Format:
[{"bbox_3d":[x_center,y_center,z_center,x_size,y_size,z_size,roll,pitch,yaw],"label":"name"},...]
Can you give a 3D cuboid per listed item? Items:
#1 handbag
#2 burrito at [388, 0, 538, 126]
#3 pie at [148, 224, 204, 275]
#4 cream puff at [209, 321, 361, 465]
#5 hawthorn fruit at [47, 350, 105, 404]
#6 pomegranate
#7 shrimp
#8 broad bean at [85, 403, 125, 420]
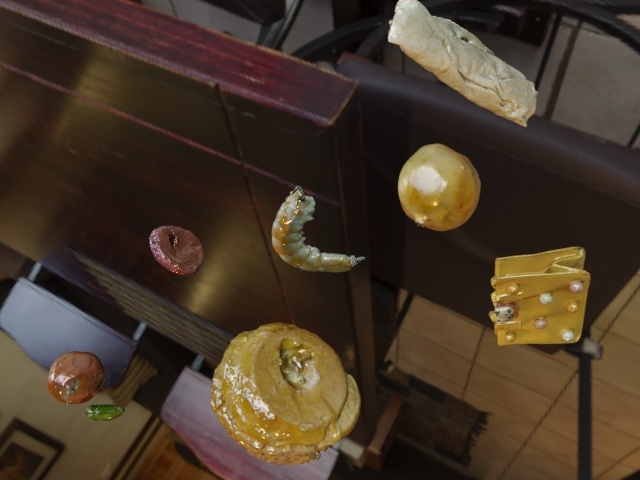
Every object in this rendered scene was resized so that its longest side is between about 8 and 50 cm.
[{"bbox_3d":[0.665,0.193,1.975,0.283,0.133,0.401,-5,140,10],"label":"handbag"},{"bbox_3d":[0.280,-0.338,1.227,0.392,0.117,0.076,21,167,-30],"label":"burrito"},{"bbox_3d":[-0.434,0.028,1.952,0.182,0.182,0.049,38,124,-13],"label":"pie"},{"bbox_3d":[-0.090,0.362,1.497,0.343,0.327,0.231,19,133,-23],"label":"cream puff"},{"bbox_3d":[-0.649,0.359,1.693,0.149,0.149,0.189,31,161,2],"label":"hawthorn fruit"},{"bbox_3d":[0.320,-0.140,1.720,0.233,0.233,0.233,26,156,13],"label":"pomegranate"},{"bbox_3d":[-0.033,0.004,1.745,0.185,0.068,0.287,-32,112,23],"label":"shrimp"},{"bbox_3d":[-0.592,0.460,1.721,0.060,0.043,0.297,-2,170,-36],"label":"broad bean"}]
